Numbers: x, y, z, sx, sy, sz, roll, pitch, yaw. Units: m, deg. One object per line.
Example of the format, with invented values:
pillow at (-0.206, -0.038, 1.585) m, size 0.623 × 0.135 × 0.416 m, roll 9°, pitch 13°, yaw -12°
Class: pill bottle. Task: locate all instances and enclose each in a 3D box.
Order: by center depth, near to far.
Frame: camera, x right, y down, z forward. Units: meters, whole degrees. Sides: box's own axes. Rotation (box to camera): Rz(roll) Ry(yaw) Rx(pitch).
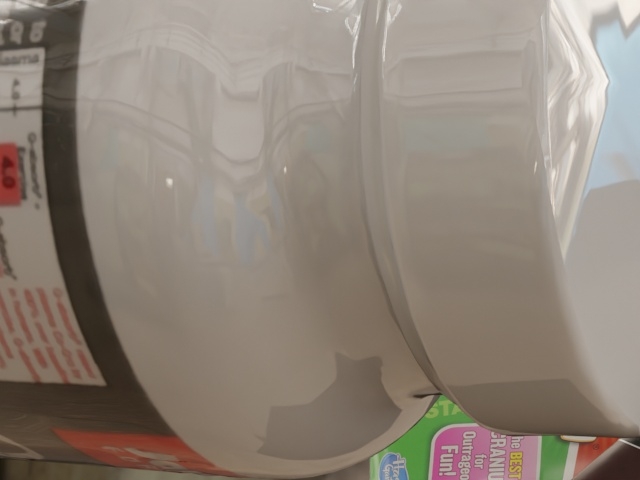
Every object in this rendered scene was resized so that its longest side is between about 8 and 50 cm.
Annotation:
pill bottle at (-0.067, -0.030, 0.504) m, size 0.363 × 0.210 × 0.210 m, roll -1°, pitch 9°, yaw 30°

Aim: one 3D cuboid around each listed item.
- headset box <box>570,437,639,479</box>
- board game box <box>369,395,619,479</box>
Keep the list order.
headset box at (0.123, 0.200, 0.555) m, size 0.293 × 0.218 × 0.110 m, roll -35°, pitch 38°, yaw -26°
board game box at (0.191, 0.077, 1.068) m, size 0.316 × 0.242 × 0.064 m, roll -12°, pitch -33°, yaw 20°
